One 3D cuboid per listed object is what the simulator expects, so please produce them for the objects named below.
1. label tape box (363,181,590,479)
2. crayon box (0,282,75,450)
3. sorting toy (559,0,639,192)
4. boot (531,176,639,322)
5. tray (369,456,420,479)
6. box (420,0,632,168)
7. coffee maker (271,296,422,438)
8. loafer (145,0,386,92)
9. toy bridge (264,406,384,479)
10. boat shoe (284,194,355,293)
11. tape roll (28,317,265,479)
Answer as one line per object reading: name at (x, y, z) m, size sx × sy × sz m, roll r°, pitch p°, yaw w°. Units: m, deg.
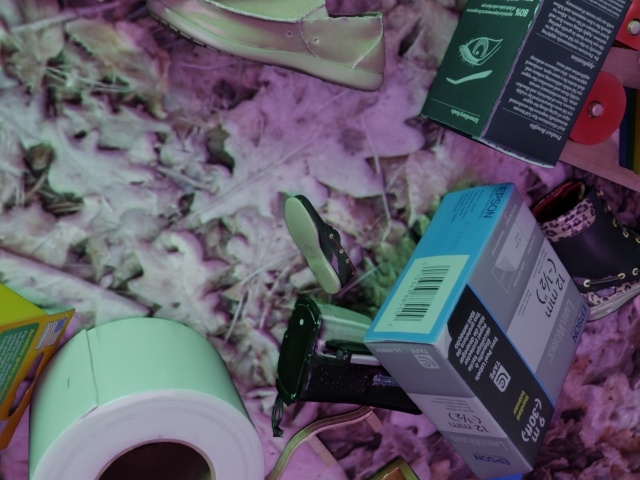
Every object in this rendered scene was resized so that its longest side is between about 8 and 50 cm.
label tape box at (0.233, 0.139, 0.915) m, size 0.347 × 0.115 × 0.249 m, roll 50°, pitch 54°, yaw -25°
crayon box at (-0.400, 0.152, 0.719) m, size 0.083 × 0.323 × 0.203 m, roll 30°, pitch 99°, yaw 11°
sorting toy at (0.392, -0.202, 0.918) m, size 0.257 × 0.089 × 0.255 m, roll 17°, pitch 103°, yaw -23°
boot at (0.404, -0.016, 0.993) m, size 0.236 × 0.085 × 0.178 m, roll -33°, pitch 114°, yaw -2°
tray at (0.003, 0.494, 0.981) m, size 0.411 × 0.203 × 0.076 m, roll -35°, pitch 122°, yaw -3°
box at (0.223, -0.204, 0.829) m, size 0.108 × 0.153 × 0.207 m, roll 16°, pitch 105°, yaw -23°
coffee maker at (0.042, 0.164, 0.935) m, size 0.178 × 0.120 × 0.171 m, roll 13°, pitch 121°, yaw -20°
loafer at (-0.046, -0.227, 0.768) m, size 0.269 × 0.102 × 0.091 m, roll 8°, pitch 105°, yaw -30°
toy bridge at (-0.002, 0.279, 1.002) m, size 0.188 × 0.026 × 0.063 m, roll -36°, pitch 115°, yaw -3°
boat shoe at (-0.001, 0.000, 0.893) m, size 0.042 × 0.049 × 0.133 m, roll -40°, pitch 112°, yaw -32°
tape roll at (-0.201, 0.232, 0.835) m, size 0.246 × 0.169 × 0.246 m, roll -8°, pitch 114°, yaw -18°
